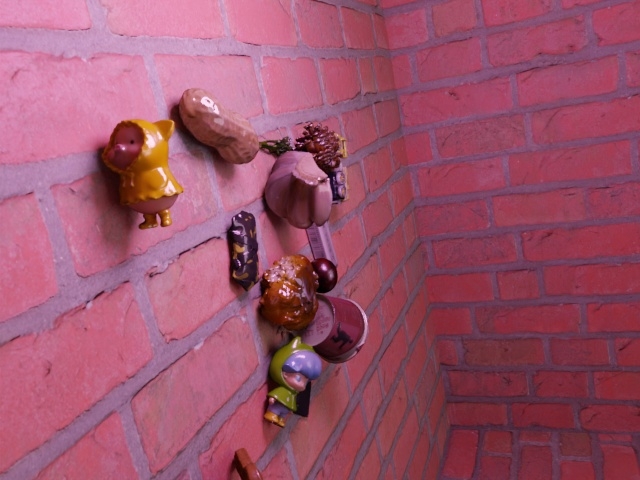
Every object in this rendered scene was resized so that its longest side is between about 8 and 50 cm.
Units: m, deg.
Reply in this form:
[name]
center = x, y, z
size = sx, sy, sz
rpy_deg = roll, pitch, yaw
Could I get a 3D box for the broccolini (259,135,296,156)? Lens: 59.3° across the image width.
[broccolini]
center = -0.161, -0.310, 1.851
size = 0.201, 0.058, 0.074
rpy_deg = -5, 75, -51

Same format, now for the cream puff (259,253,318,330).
[cream puff]
center = -0.090, 0.163, 1.743
size = 0.269, 0.154, 0.241
rpy_deg = 0, 81, -65

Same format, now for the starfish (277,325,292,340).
[starfish]
center = -0.119, 0.281, 1.824
size = 0.086, 0.016, 0.092
rpy_deg = 1, 82, -64

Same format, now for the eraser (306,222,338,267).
[eraser]
center = 0.000, 0.000, 2.107
size = 0.089, 0.061, 0.352
rpy_deg = -55, 133, -57

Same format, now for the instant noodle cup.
[instant noodle cup]
center = 0.020, 0.286, 1.905
size = 0.178, 0.234, 0.235
rpy_deg = 32, 56, -50

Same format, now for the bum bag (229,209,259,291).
[bum bag]
center = -0.218, 0.029, 1.601
size = 0.106, 0.060, 0.233
rpy_deg = 5, 78, -57

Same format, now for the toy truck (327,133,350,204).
[toy truck]
center = 0.051, -0.272, 2.192
size = 0.157, 0.124, 0.272
rpy_deg = -8, 92, -66

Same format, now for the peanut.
[peanut]
center = -0.267, -0.304, 1.494
size = 0.298, 0.120, 0.136
rpy_deg = 33, 31, -60

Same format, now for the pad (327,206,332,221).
[pad]
center = 0.014, -0.203, 2.252
size = 0.300, 0.005, 0.202
rpy_deg = -73, 148, -41

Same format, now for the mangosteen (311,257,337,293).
[mangosteen]
center = -0.006, 0.132, 2.006
size = 0.140, 0.140, 0.140
rpy_deg = -6, 90, -67

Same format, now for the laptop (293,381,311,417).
[laptop]
center = -0.074, 0.514, 1.876
size = 0.180, 0.016, 0.129
rpy_deg = 45, 45, -57

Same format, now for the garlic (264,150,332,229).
[garlic]
center = -0.062, -0.161, 1.808
size = 0.210, 0.237, 0.292
rpy_deg = -63, 178, -37

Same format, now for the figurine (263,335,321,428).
[figurine]
center = -0.095, 0.429, 1.712
size = 0.162, 0.143, 0.263
rpy_deg = 45, 61, -45

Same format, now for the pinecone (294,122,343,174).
[pinecone]
center = -0.012, -0.329, 2.034
size = 0.179, 0.150, 0.195
rpy_deg = -9, 92, -49

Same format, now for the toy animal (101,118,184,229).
[toy animal]
center = -0.366, -0.140, 1.190
size = 0.156, 0.156, 0.230
rpy_deg = -20, 104, -66

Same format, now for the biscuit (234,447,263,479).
[biscuit]
center = -0.160, 0.632, 1.386
size = 0.295, 0.044, 0.186
rpy_deg = -171, -110, -69
